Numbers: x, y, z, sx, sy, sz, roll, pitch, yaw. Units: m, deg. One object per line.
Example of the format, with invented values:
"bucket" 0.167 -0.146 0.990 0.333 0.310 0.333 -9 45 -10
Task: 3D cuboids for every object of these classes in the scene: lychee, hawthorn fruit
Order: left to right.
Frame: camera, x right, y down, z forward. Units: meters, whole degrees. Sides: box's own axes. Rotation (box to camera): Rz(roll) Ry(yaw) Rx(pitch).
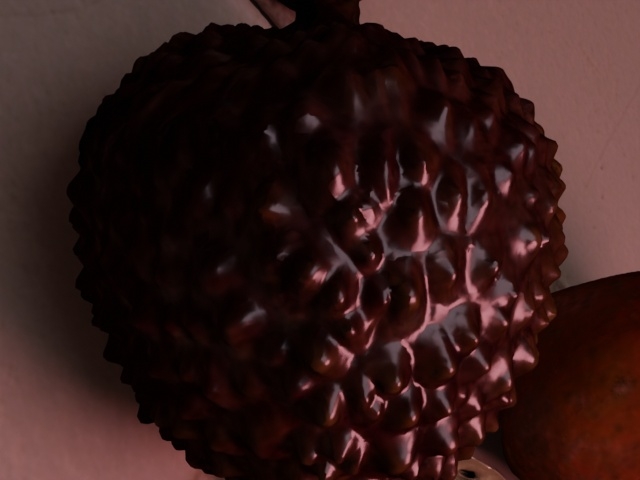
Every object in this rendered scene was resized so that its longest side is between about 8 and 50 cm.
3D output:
"lychee" 0.000 0.000 0.711 0.306 0.306 0.330 -2 96 -40
"hawthorn fruit" 0.269 0.109 0.932 0.210 0.262 0.210 25 40 -23

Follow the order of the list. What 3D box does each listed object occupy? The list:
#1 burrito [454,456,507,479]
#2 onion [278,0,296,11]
"burrito" 0.115 0.227 0.907 0.392 0.076 0.117 34 63 -30
"onion" 0.039 -0.276 0.908 0.218 0.140 0.195 5 72 -43
